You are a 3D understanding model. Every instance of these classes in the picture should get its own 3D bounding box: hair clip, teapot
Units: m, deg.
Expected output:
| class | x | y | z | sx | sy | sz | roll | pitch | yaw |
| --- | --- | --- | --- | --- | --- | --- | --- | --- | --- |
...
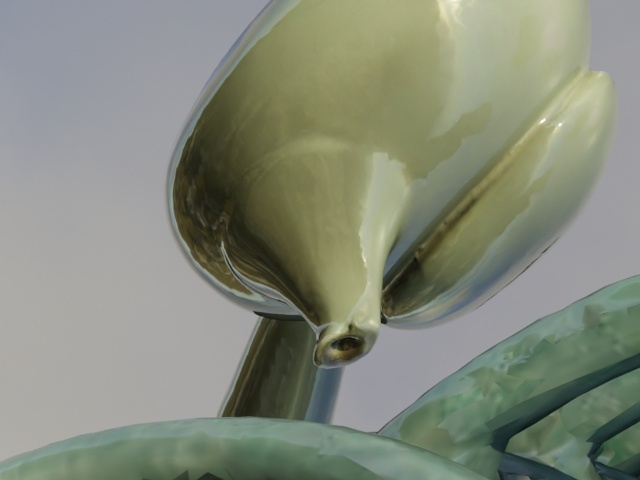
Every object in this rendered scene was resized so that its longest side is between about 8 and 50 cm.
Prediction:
| class | x | y | z | sx | sy | sz | roll | pitch | yaw |
| --- | --- | --- | --- | --- | --- | --- | --- | --- | --- |
| hair clip | 0.080 | 0.150 | 0.467 | 0.392 | 0.318 | 0.238 | -21 | -107 | 23 |
| teapot | 0.025 | -0.023 | 0.863 | 0.149 | 0.220 | 0.318 | 44 | -17 | 5 |
